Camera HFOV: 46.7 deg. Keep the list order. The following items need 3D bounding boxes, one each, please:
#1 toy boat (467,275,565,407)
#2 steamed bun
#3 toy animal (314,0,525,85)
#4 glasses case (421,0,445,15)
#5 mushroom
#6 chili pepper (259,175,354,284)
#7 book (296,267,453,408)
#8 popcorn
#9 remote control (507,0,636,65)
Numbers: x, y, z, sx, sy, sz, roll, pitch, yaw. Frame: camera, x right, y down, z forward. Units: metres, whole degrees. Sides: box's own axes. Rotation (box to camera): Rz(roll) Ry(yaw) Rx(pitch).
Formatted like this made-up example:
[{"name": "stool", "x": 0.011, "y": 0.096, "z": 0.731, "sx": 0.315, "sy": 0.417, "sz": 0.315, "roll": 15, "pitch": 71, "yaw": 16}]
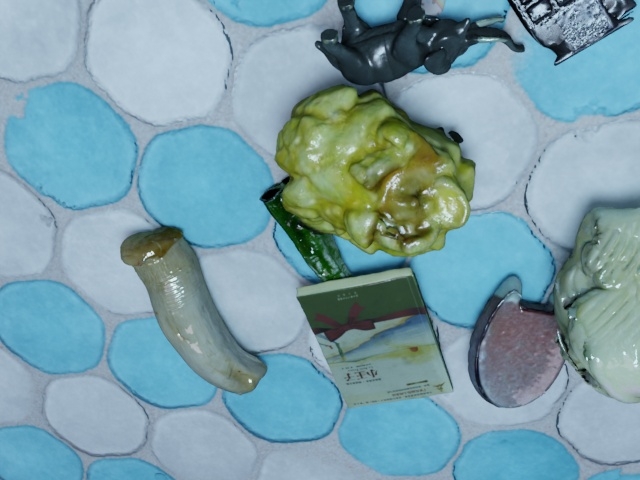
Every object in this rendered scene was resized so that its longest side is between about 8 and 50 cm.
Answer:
[{"name": "toy boat", "x": 0.317, "y": 0.164, "z": 1.201, "sx": 0.155, "sy": 0.085, "sz": 0.227, "roll": 10, "pitch": 110, "yaw": -5}, {"name": "steamed bun", "x": 0.473, "y": 0.094, "z": 1.040, "sx": 0.280, "sy": 0.207, "sz": 0.268, "roll": -2, "pitch": 76, "yaw": 17}, {"name": "toy animal", "x": 0.125, "y": -0.269, "z": 0.954, "sx": 0.269, "sy": 0.082, "sz": 0.137, "roll": -6, "pitch": 153, "yaw": 12}, {"name": "glasses case", "x": 0.151, "y": -0.335, "z": 0.963, "sx": 0.032, "sy": 0.021, "sz": 0.083, "roll": 13, "pitch": 122, "yaw": 5}, {"name": "mushroom", "x": -0.214, "y": 0.129, "z": 1.263, "sx": 0.122, "sy": 0.095, "sz": 0.351, "roll": -28, "pitch": 114, "yaw": 5}, {"name": "chili pepper", "x": 0.000, "y": 0.000, "z": 1.167, "sx": 0.088, "sy": 0.059, "sz": 0.227, "roll": -26, "pitch": 114, "yaw": 18}, {"name": "book", "x": 0.095, "y": 0.170, "z": 1.240, "sx": 0.201, "sy": 0.026, "sz": 0.289, "roll": -13, "pitch": 126, "yaw": 16}, {"name": "popcorn", "x": 0.076, "y": -0.088, "z": 1.012, "sx": 0.286, "sy": 0.252, "sz": 0.215, "roll": 26, "pitch": 81, "yaw": -14}, {"name": "remote control", "x": 0.234, "y": -0.407, "z": 0.881, "sx": 0.144, "sy": 0.062, "sz": 0.399, "roll": -30, "pitch": 109, "yaw": 23}]
